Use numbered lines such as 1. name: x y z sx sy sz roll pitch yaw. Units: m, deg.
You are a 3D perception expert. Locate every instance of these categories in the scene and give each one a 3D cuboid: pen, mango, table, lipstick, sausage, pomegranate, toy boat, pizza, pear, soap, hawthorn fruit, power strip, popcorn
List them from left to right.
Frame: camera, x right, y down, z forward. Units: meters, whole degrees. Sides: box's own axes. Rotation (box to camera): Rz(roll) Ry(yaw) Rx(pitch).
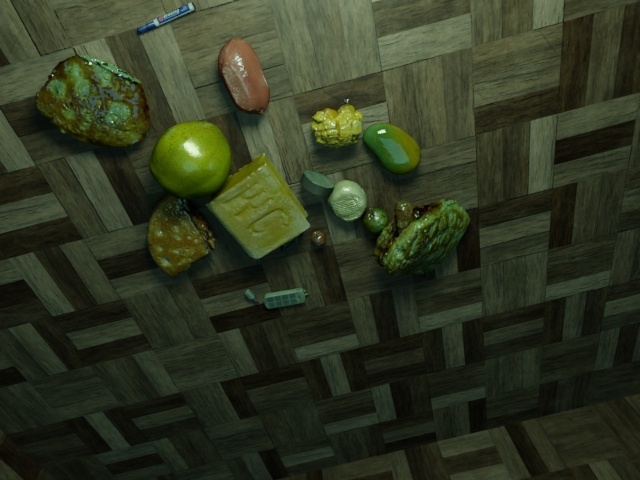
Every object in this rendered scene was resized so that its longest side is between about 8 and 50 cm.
1. pen: -0.500 -0.720 1.353 0.204 0.025 0.025 -21 121 6
2. pizza: -0.570 -0.019 1.712 0.277 0.114 0.409 4 121 -8
3. pear: -0.451 -0.285 1.483 0.293 0.294 0.295 -3 121 -5
4. sausage: -0.260 -0.546 1.421 0.148 0.148 0.255 -25 119 9
5. lipstick: -0.317 0.272 1.967 0.025 0.025 0.107 -28 126 10
6. soap: -0.246 -0.128 1.665 0.293 0.156 0.335 -31 120 7
7. power strip: -0.162 0.273 1.982 0.226 0.029 0.080 -10 121 -1
8. toy boat: -0.122 -0.007 1.804 0.060 0.055 0.141 35 112 -31
9. table: -0.013 -0.225 1.642 0.133 0.134 0.043 19 118 -17
10. hawthorn fruit: 0.000 0.000 1.829 0.066 0.067 0.103 -31 146 12
11. popcorn: 0.069 -0.410 1.529 0.194 0.163 0.140 -24 150 -22
12. pomegranate: 0.239 -0.080 1.781 0.114 0.115 0.142 -32 146 13
13. mango: 0.278 -0.360 1.614 0.251 0.114 0.156 41 119 -13

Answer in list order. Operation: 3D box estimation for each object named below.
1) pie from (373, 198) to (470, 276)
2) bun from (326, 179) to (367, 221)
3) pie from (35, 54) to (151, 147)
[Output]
1. pie: 0.442 0.005 1.787 0.417 0.180 0.396 -1 128 -32
2. bun: 0.109 -0.165 1.712 0.163 0.111 0.188 -22 131 16
3. pie: -0.763 -0.463 1.432 0.354 0.103 0.289 19 116 -22
